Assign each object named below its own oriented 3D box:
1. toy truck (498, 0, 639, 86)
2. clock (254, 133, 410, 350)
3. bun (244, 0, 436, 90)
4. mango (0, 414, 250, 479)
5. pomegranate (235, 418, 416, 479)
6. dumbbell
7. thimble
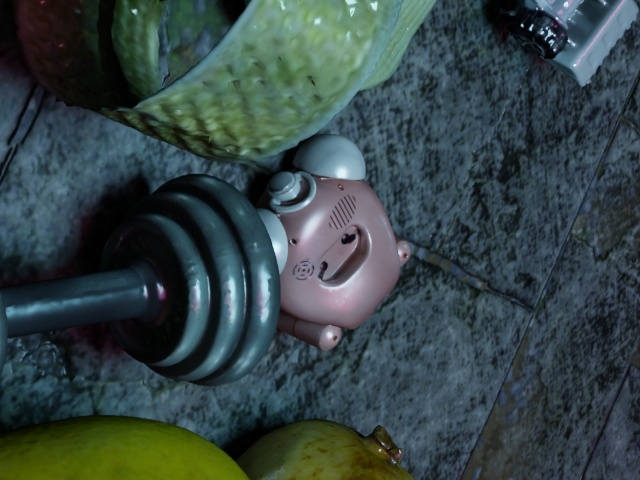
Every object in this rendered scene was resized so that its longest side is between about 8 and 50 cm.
[{"bbox_3d":[0.211,-0.271,1.442,0.136,0.111,0.286,-53,138,-2],"label":"toy truck"},{"bbox_3d":[0.000,0.000,1.356,0.166,0.093,0.162,-49,131,-19],"label":"clock"},{"bbox_3d":[0.017,-0.237,1.265,0.221,0.108,0.221,-30,132,-41],"label":"bun"},{"bbox_3d":[-0.225,0.260,1.117,0.301,0.220,0.445,-44,149,21],"label":"mango"},{"bbox_3d":[0.007,0.269,1.381,0.215,0.215,0.215,-19,119,-39],"label":"pomegranate"},{"bbox_3d":[-0.199,0.049,1.108,0.406,0.179,0.179,-8,112,-44],"label":"dumbbell"},{"bbox_3d":[-0.080,-0.198,1.066,0.150,0.271,0.270,23,89,-48],"label":"thimble"}]
